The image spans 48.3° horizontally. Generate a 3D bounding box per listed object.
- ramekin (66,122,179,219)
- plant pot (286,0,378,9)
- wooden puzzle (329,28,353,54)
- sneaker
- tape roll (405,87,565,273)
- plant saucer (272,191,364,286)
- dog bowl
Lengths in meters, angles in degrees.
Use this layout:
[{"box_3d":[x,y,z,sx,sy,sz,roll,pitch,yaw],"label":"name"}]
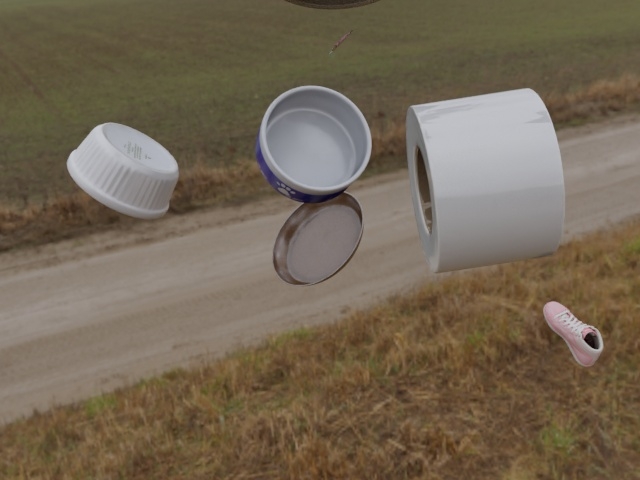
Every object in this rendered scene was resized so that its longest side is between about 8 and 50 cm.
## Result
[{"box_3d":[-0.480,-0.182,1.789,0.273,0.127,0.273,32,19,-12],"label":"ramekin"},{"box_3d":[0.031,-0.652,1.376,0.323,0.280,0.323,-3,-13,-1],"label":"plant pot"},{"box_3d":[0.049,-0.493,1.777,0.083,0.006,0.049,-48,7,-14],"label":"wooden puzzle"},{"box_3d":[0.458,0.156,1.281,0.051,0.070,0.134,-22,63,-15],"label":"sneaker"},{"box_3d":[0.226,-0.084,1.018,0.169,0.246,0.246,-8,21,1],"label":"tape roll"},{"box_3d":[0.000,0.000,2.006,0.311,0.050,0.310,-23,48,28],"label":"plant saucer"},{"box_3d":[-0.019,-0.226,1.695,0.265,0.264,0.104,-13,-11,-19],"label":"dog bowl"}]
